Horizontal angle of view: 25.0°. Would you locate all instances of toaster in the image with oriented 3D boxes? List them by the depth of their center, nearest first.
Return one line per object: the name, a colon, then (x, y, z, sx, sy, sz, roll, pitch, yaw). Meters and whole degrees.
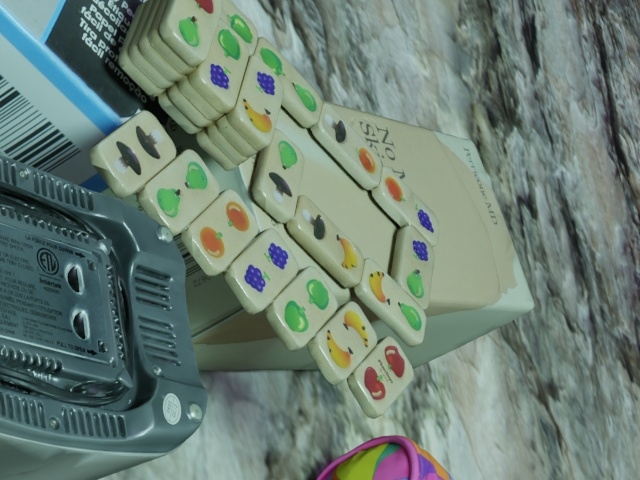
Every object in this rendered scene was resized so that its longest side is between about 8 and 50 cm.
toaster: (-0.168, 0.045, 0.612, 0.227, 0.146, 0.129, 21, 48, -50)

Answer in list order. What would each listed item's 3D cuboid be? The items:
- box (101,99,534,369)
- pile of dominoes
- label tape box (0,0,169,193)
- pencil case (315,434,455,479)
box: (0.000, 0.000, 0.938, 0.311, 0.121, 0.148, 5, 61, -56)
pile of dominoes: (-0.007, -0.032, 0.789, 0.251, 0.040, 0.196, 44, 34, -27)
label tape box: (-0.181, -0.211, 0.842, 0.249, 0.115, 0.347, 45, 35, -28)
pencil case: (0.091, 0.226, 0.921, 0.236, 0.104, 0.104, 46, 33, -24)
